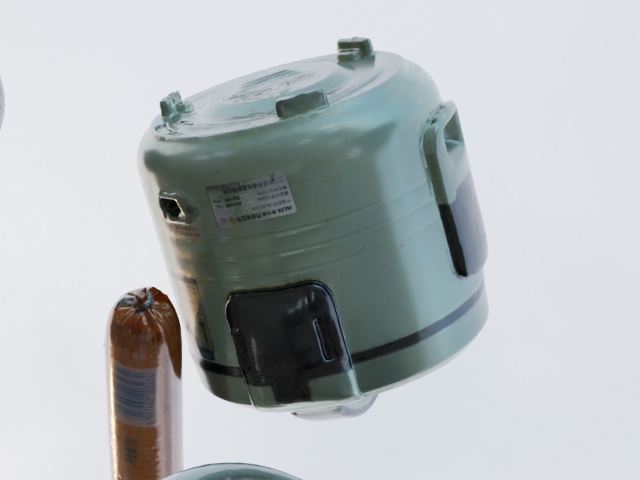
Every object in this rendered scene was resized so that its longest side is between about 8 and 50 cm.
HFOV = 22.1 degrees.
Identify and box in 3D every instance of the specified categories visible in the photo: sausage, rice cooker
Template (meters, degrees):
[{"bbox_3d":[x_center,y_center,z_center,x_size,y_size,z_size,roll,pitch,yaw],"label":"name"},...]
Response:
[{"bbox_3d":[-0.123,0.148,1.157,0.053,0.053,0.348,26,-39,19],"label":"sausage"},{"bbox_3d":[0.000,0.000,1.112,0.226,0.226,0.244,1,-69,33],"label":"rice cooker"}]

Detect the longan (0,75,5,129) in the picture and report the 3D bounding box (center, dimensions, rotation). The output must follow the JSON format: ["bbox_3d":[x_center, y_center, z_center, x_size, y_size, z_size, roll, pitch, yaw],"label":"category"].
[{"bbox_3d":[-0.312,-0.098,1.179,0.154,0.145,0.176,41,-57,-14],"label":"longan"}]

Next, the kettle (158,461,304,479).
[{"bbox_3d":[-0.105,0.248,0.601,0.342,0.319,0.247,-31,-88,25],"label":"kettle"}]
